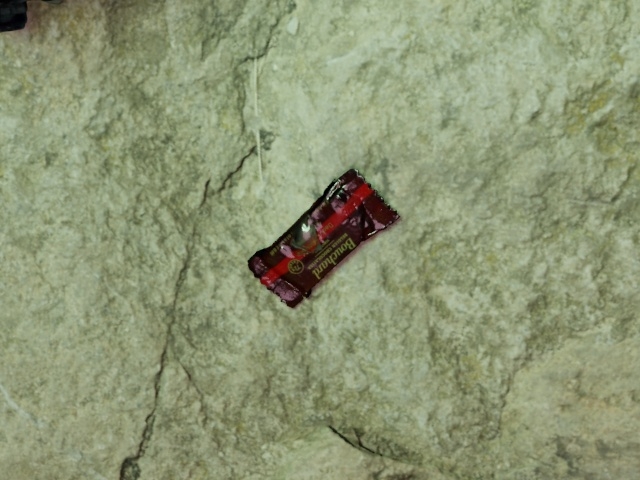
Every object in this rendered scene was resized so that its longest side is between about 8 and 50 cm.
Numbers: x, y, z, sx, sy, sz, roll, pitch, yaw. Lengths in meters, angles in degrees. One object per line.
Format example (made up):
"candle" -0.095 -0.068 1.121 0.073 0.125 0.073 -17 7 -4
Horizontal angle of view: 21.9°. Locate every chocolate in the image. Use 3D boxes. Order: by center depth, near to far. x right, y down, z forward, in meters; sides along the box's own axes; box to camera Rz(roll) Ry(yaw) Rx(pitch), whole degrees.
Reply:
"chocolate" 0.000 0.000 1.868 0.182 0.028 0.086 -40 100 19

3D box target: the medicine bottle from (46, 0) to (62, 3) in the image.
"medicine bottle" -0.260 -0.351 1.779 0.058 0.057 0.199 33 112 -1

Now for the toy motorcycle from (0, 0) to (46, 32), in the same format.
"toy motorcycle" -0.301 -0.333 1.610 0.172 0.416 0.232 -14 95 -17
